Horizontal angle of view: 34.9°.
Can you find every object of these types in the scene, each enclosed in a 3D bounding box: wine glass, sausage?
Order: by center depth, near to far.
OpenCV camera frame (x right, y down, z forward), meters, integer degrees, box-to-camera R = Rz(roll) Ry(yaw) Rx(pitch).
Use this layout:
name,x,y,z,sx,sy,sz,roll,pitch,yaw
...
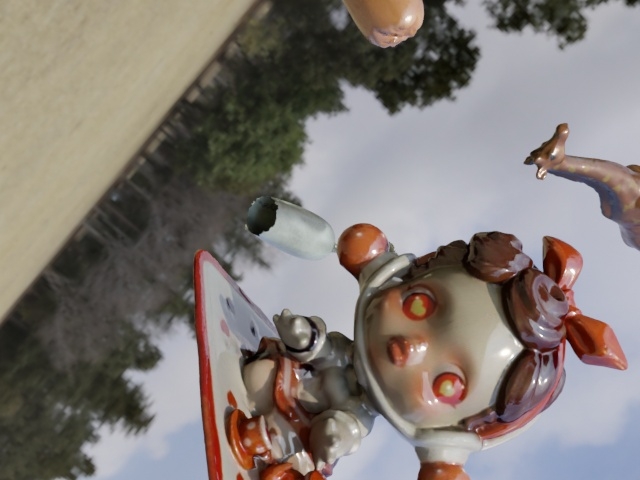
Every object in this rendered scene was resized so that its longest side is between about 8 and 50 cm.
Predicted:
name,x,y,z,sx,sy,sz,roll,pitch,yaw
sausage,0.032,-0.346,1.134,0.086,0.289,0.086,-24,171,-4
wine glass,0.000,0.000,1.316,0.074,0.262,0.074,-13,-113,34

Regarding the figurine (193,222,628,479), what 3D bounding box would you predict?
name,x,y,z,sx,sy,sz,roll,pitch,yaw
figurine,0.063,0.075,0.615,0.226,0.160,0.183,-20,-128,13

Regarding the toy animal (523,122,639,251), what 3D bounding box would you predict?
name,x,y,z,sx,sy,sz,roll,pitch,yaw
toy animal,0.312,-0.058,1.008,0.230,0.224,0.066,-22,-133,-6
